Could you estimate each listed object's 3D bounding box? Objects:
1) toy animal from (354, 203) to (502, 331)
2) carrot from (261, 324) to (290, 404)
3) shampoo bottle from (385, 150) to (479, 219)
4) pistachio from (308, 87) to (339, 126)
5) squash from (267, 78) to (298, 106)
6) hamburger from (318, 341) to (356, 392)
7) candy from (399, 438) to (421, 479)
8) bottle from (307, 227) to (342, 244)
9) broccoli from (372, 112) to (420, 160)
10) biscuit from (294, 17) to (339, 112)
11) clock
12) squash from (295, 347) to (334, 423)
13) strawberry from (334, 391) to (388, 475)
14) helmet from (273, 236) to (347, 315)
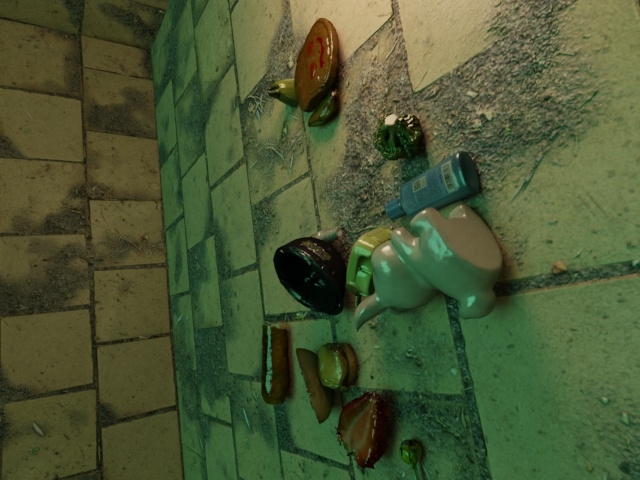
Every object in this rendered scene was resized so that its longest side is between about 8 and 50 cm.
[{"bbox_3d":[0.225,0.093,0.962,0.367,0.196,0.241,-38,62,47],"label":"toy animal"},{"bbox_3d":[-0.175,0.476,1.635,0.114,0.114,0.302,-6,82,55],"label":"carrot"},{"bbox_3d":[0.257,-0.115,1.020,0.258,0.061,0.104,-27,70,52],"label":"shampoo bottle"},{"bbox_3d":[0.017,-0.419,1.370,0.173,0.049,0.090,-39,35,51],"label":"pistachio"},{"bbox_3d":[-0.145,-0.545,1.528,0.105,0.132,0.105,6,98,54],"label":"squash"},{"bbox_3d":[0.051,0.396,1.323,0.138,0.083,0.147,-16,76,59],"label":"hamburger"},{"bbox_3d":[0.251,0.608,1.077,0.062,0.058,0.194,46,-153,-81],"label":"candy"},{"bbox_3d":[0.000,0.000,1.405,0.217,0.060,0.060,-24,72,52],"label":"bottle"},{"bbox_3d":[0.192,-0.265,1.060,0.130,0.120,0.131,19,74,33],"label":"broccoli"},{"bbox_3d":[-0.021,-0.583,1.394,0.257,0.049,0.273,-39,50,51],"label":"biscuit"},{"bbox_3d":[0.137,0.085,1.122,0.069,0.170,0.232,25,120,30],"label":"clock"},{"bbox_3d":[-0.043,0.489,1.405,0.155,0.204,0.237,-30,66,27],"label":"squash"},{"bbox_3d":[0.128,0.517,1.203,0.174,0.097,0.228,18,103,53],"label":"strawberry"},{"bbox_3d":[-0.006,0.094,1.320,0.278,0.160,0.231,30,138,21],"label":"helmet"}]
